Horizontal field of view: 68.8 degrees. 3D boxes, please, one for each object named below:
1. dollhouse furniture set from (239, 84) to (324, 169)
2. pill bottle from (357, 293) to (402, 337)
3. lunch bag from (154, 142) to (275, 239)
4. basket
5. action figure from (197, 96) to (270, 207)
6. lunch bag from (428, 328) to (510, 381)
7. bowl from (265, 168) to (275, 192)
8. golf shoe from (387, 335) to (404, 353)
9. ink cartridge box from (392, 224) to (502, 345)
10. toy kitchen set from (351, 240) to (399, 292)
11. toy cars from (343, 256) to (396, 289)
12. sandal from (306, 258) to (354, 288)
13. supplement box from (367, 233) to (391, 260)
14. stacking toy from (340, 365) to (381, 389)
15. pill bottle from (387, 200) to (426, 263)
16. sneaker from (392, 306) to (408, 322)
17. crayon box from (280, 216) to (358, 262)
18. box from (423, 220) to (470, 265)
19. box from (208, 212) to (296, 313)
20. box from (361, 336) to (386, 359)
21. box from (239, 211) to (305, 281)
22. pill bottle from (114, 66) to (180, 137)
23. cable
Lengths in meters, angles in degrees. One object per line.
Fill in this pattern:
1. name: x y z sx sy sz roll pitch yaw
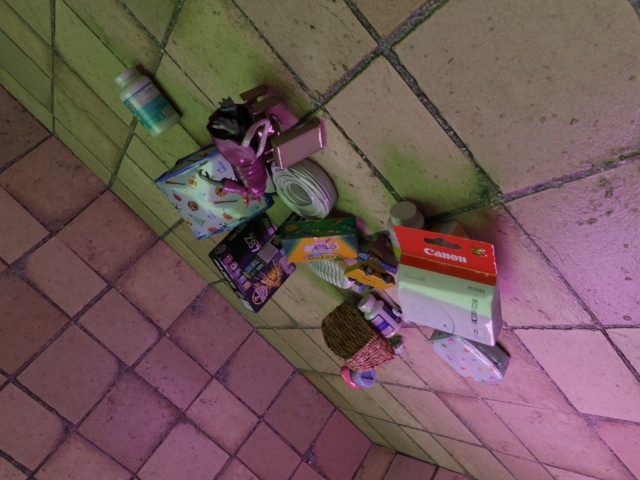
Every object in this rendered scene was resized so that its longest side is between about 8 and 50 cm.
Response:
1. dollhouse furniture set: -0.123 -0.366 1.516 0.242 0.161 0.212 50 161 33
2. pill bottle: 0.257 0.326 2.052 0.186 0.112 0.112 45 152 -8
3. lunch bag: -0.413 -0.223 1.926 0.385 0.239 0.328 -16 121 32
4. basket: 0.160 0.459 2.120 0.223 0.213 0.299 46 -179 -40
5. action figure: -0.222 -0.254 1.476 0.275 0.248 0.370 16 139 29
6. lunch bag: 0.581 0.429 1.806 0.279 0.108 0.224 41 148 -7
7. bowl: -0.224 -0.251 1.769 0.142 0.053 0.142 -122 12 -63
8. golf shoe: 0.377 0.510 2.253 0.086 0.069 0.176 21 157 -8
9. ink cartridge box: 0.371 0.139 1.403 0.308 0.091 0.385 14 144 35
10. toy kitchen set: 0.216 0.128 1.795 0.166 0.122 0.207 27 150 24
11. toy cars: 0.278 0.114 1.632 0.393 0.087 0.176 4 154 5
12. sandal: 0.028 0.076 1.953 0.416 0.102 0.169 38 144 47
13. supplement box: 0.214 0.026 1.687 0.055 0.083 0.043 37 153 6
14. stacking toy: 0.217 0.555 2.300 0.130 0.309 0.280 -29 93 41
15. pill bottle: 0.281 -0.020 1.498 0.117 0.117 0.215 19 146 35
16. sneaker: 0.359 0.309 1.986 0.098 0.038 0.069 34 152 -9
17. crayon box: 0.000 0.000 1.757 0.278 0.081 0.165 -5 146 3
18. box: 0.413 0.054 1.446 0.203 0.114 0.103 50 149 -17
19. box: -0.308 0.101 2.199 0.097 0.318 0.395 14 142 39
20. box: 0.232 0.487 2.220 0.114 0.207 0.036 18 146 36
21. box: -0.195 0.018 1.961 0.073 0.293 0.295 43 152 -4
22. pill bottle: -0.706 -0.561 1.894 0.146 0.146 0.264 -2 131 52
23. cable: -0.061 -0.188 1.709 0.257 0.089 0.257 34 153 10
